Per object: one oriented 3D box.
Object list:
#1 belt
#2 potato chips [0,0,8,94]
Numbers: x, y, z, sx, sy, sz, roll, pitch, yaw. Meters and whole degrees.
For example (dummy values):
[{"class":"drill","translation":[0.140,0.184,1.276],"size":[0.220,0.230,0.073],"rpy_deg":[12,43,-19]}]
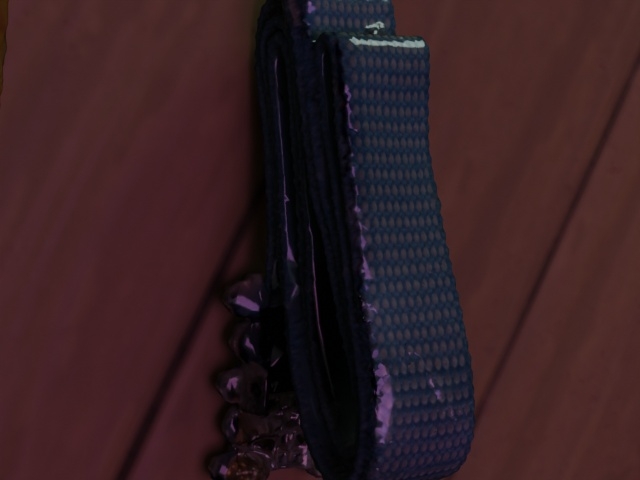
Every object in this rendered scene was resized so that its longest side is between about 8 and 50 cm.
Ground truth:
[{"class":"belt","translation":[0.004,-0.001,0.589],"size":[0.065,0.100,0.179],"rpy_deg":[-3,87,-34]},{"class":"potato chips","translation":[-0.099,-0.128,0.474],"size":[0.057,0.080,0.407],"rpy_deg":[11,93,-54]}]
